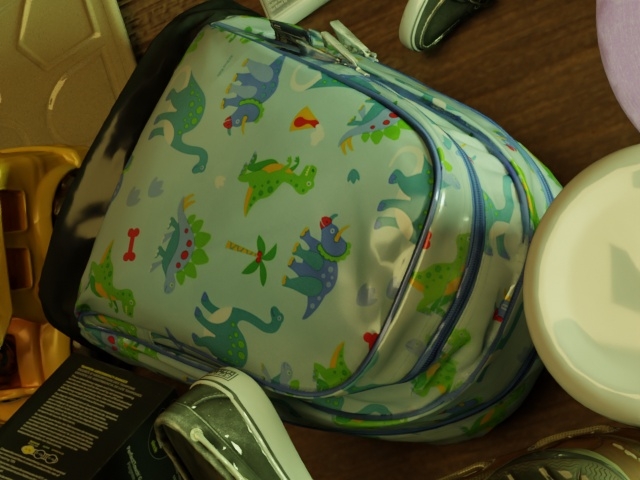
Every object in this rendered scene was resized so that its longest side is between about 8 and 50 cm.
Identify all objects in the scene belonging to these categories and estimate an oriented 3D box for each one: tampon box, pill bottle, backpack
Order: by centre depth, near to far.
[{"bbox_3d":[0.235,0.043,1.012,0.153,0.264,0.153,-7,76,30],"label":"pill bottle"},{"bbox_3d":[0.000,0.000,1.195,0.355,0.273,0.290,27,86,19],"label":"backpack"},{"bbox_3d":[-0.175,0.184,1.266,0.101,0.120,0.161,16,46,32],"label":"tampon box"}]

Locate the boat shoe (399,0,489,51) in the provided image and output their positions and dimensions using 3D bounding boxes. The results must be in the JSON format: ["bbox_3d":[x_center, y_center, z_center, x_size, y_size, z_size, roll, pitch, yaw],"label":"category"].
[{"bbox_3d":[0.110,-0.192,1.272,0.040,0.049,0.142,40,98,31],"label":"boat shoe"}]

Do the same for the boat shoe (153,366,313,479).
[{"bbox_3d":[-0.031,0.188,1.105,0.078,0.070,0.219,-25,99,50],"label":"boat shoe"}]

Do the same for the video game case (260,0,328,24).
[{"bbox_3d":[0.010,-0.282,1.368,0.190,0.022,0.173,-32,64,21],"label":"video game case"}]

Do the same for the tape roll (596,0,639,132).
[{"bbox_3d":[0.318,-0.151,1.113,0.275,0.090,0.275,-8,74,28],"label":"tape roll"}]

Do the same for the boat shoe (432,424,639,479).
[{"bbox_3d":[0.104,0.205,1.141,0.324,0.120,0.122,-28,89,43],"label":"boat shoe"}]

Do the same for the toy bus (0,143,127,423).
[{"bbox_3d":[-0.260,0.040,1.330,0.149,0.211,0.220,-6,91,26],"label":"toy bus"}]

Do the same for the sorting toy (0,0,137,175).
[{"bbox_3d":[-0.278,-0.099,1.492,0.307,0.041,0.229,-30,69,22],"label":"sorting toy"}]
